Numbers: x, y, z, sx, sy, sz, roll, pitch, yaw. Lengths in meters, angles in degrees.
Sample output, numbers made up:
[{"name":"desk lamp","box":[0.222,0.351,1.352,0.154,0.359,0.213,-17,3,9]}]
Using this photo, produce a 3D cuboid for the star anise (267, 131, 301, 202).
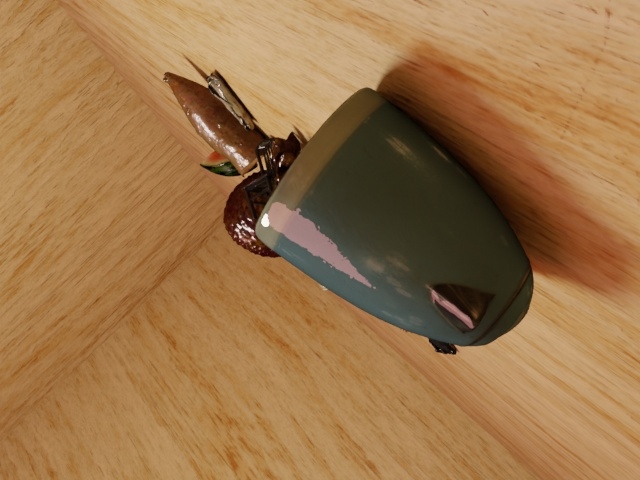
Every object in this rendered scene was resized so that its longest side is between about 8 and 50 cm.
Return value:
[{"name":"star anise","box":[-0.077,-0.173,1.317,0.177,0.073,0.234,105,167,-57]}]

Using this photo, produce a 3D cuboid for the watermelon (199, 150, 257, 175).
[{"name":"watermelon","box":[-0.290,-0.258,2.016,0.193,0.137,0.145,-9,141,24]}]

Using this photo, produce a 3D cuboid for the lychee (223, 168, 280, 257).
[{"name":"lychee","box":[-0.128,-0.071,1.607,0.260,0.260,0.260,44,172,8]}]

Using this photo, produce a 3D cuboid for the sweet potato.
[{"name":"sweet potato","box":[-0.282,-0.323,1.574,0.337,0.131,0.131,45,172,-1]}]

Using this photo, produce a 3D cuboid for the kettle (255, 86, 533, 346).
[{"name":"kettle","box":[0.132,-0.011,0.810,0.342,0.247,0.319,37,-156,3]}]

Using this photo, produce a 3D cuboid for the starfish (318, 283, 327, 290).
[{"name":"starfish","box":[0.108,0.069,1.569,0.303,0.113,0.312,7,152,31]}]

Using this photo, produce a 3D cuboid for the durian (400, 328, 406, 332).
[{"name":"durian","box":[0.247,0.195,1.622,0.146,0.102,0.208,47,171,34]}]

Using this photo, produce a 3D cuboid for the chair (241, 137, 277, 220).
[{"name":"chair","box":[-0.135,-0.157,1.438,0.101,0.084,0.212,2,-113,-57]}]

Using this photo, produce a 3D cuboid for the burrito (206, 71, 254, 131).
[{"name":"burrito","box":[-0.223,-0.343,1.465,0.171,0.042,0.051,47,176,-34]}]

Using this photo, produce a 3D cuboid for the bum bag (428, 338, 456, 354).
[{"name":"bum bag","box":[0.345,0.290,1.786,0.087,0.049,0.197,30,163,45]}]
